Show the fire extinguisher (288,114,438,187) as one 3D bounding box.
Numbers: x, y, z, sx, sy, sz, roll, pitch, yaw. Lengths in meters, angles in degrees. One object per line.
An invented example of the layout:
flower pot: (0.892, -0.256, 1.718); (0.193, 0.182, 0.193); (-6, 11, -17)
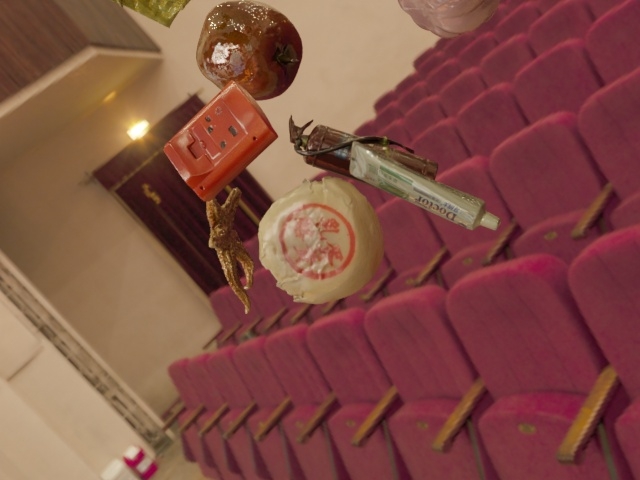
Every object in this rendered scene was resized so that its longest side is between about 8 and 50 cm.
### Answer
fire extinguisher: (0.083, -0.189, 1.605); (0.141, 0.341, 0.105); (-70, -1, -47)

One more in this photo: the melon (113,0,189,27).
melon: (-0.427, -0.604, 1.584); (0.331, 0.344, 0.226); (-1, 70, 56)

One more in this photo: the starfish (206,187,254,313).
starfish: (-0.212, -0.002, 1.628); (0.060, 0.299, 0.302); (-9, -20, 10)

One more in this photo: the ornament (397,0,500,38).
ornament: (0.201, -0.404, 1.118); (0.177, 0.177, 0.177); (-40, 8, 7)

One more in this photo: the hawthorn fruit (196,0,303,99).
hawthorn fruit: (-0.174, -0.493, 1.945); (0.301, 0.267, 0.268); (25, 61, 42)

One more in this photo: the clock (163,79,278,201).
clock: (-0.151, -0.150, 1.086); (0.155, 0.113, 0.061); (-41, -19, 12)

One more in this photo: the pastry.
pastry: (0.000, 0.002, 1.479); (0.265, 0.264, 0.133); (-38, -4, 21)

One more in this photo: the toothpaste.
toothpaste: (0.132, -0.065, 0.962); (0.041, 0.218, 0.064); (-51, -22, -33)
